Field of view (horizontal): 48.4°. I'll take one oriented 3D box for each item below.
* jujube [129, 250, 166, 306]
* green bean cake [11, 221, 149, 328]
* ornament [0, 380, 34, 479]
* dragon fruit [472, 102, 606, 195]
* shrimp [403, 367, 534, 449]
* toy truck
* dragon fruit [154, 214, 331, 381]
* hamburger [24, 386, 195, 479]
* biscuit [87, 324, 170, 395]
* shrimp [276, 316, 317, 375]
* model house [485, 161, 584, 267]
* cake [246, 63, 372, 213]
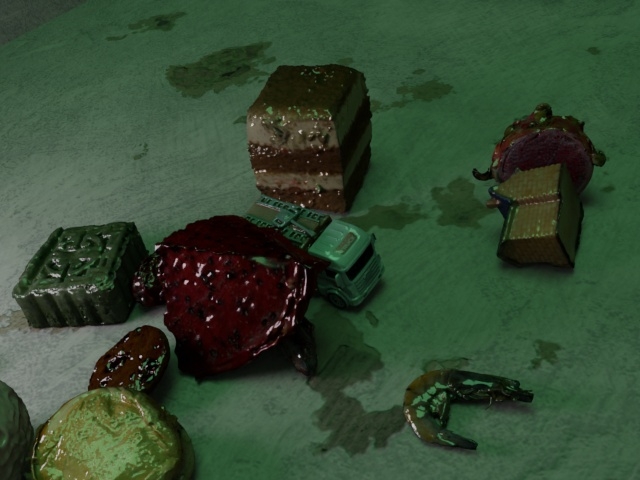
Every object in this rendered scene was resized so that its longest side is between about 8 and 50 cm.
[{"bbox_3d":[-0.351,0.081,1.553,0.104,0.104,0.166,6,32,21],"label":"jujube"},{"bbox_3d":[-0.528,0.072,1.585,0.255,0.132,0.241,-2,42,12],"label":"green bean cake"},{"bbox_3d":[-0.619,0.338,1.183,0.259,0.225,0.259,-7,37,5],"label":"ornament"},{"bbox_3d":[0.488,-0.195,1.599,0.282,0.211,0.147,-5,31,21],"label":"dragon fruit"},{"bbox_3d":[0.242,0.280,1.185,0.217,0.051,0.150,-4,41,22],"label":"shrimp"},{"bbox_3d":[-0.026,0.012,1.481,0.305,0.162,0.136,19,56,34],"label":"toy truck"},{"bbox_3d":[-0.116,0.105,1.370,0.329,0.286,0.228,0,12,23],"label":"dragon fruit"},{"bbox_3d":[-0.350,0.365,1.151,0.285,0.146,0.243,-4,44,-1],"label":"hamburger"},{"bbox_3d":[-0.362,0.244,1.337,0.192,0.049,0.192,-23,42,23],"label":"biscuit"},{"bbox_3d":[-0.051,0.182,1.365,0.074,0.073,0.190,-20,43,-18],"label":"shrimp"},{"bbox_3d":[0.433,-0.039,1.469,0.172,0.166,0.183,-5,51,33],"label":"model house"},{"bbox_3d":[-0.025,-0.250,1.737,0.255,0.290,0.282,4,43,21],"label":"cake"}]
